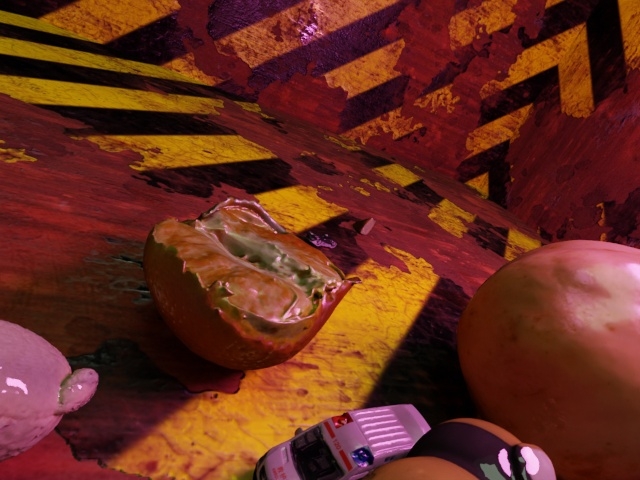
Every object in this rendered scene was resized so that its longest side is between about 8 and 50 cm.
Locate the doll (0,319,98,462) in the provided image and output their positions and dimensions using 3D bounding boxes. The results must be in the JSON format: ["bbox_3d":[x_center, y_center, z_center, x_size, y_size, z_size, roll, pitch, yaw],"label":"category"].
[{"bbox_3d":[-0.348,0.108,0.370,0.278,0.149,0.175,25,10,32],"label":"doll"}]

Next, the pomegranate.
[{"bbox_3d":[0.437,0.191,0.671,0.412,0.411,0.411,22,24,-10],"label":"pomegranate"}]

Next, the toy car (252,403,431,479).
[{"bbox_3d":[0.032,0.250,0.476,0.210,0.108,0.089,9,29,-34],"label":"toy car"}]

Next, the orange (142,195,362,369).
[{"bbox_3d":[-0.109,0.057,0.625,0.263,0.196,0.334,43,29,0],"label":"orange"}]

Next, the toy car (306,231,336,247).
[{"bbox_3d":[0.000,0.000,1.048,0.093,0.025,0.041,7,29,-43],"label":"toy car"}]

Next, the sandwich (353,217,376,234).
[{"bbox_3d":[0.129,-0.038,1.240,0.031,0.043,0.083,19,-18,-26],"label":"sandwich"}]

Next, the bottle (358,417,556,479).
[{"bbox_3d":[0.077,0.272,0.339,0.352,0.171,0.172,-17,48,-45],"label":"bottle"}]
